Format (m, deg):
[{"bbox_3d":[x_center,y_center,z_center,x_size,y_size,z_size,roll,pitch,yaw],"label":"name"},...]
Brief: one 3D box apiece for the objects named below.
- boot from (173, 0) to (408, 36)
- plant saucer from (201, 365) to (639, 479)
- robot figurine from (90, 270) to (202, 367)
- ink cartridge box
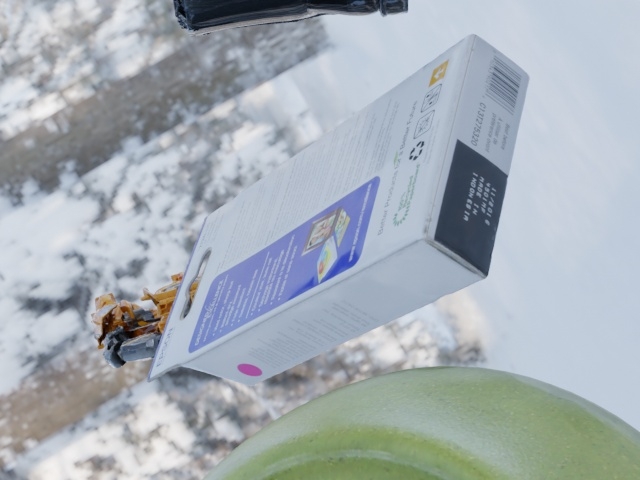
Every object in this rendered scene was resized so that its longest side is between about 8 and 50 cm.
[{"bbox_3d":[-0.029,-0.252,1.121,0.246,0.207,0.094,-88,-6,-65],"label":"boot"},{"bbox_3d":[0.007,0.144,0.320,0.037,0.241,0.241,29,-159,-45],"label":"plant saucer"},{"bbox_3d":[-0.158,0.082,1.378,0.291,0.211,0.085,-10,96,67],"label":"robot figurine"},{"bbox_3d":[0.000,0.000,0.938,0.069,0.371,0.176,33,-125,-24],"label":"ink cartridge box"}]
